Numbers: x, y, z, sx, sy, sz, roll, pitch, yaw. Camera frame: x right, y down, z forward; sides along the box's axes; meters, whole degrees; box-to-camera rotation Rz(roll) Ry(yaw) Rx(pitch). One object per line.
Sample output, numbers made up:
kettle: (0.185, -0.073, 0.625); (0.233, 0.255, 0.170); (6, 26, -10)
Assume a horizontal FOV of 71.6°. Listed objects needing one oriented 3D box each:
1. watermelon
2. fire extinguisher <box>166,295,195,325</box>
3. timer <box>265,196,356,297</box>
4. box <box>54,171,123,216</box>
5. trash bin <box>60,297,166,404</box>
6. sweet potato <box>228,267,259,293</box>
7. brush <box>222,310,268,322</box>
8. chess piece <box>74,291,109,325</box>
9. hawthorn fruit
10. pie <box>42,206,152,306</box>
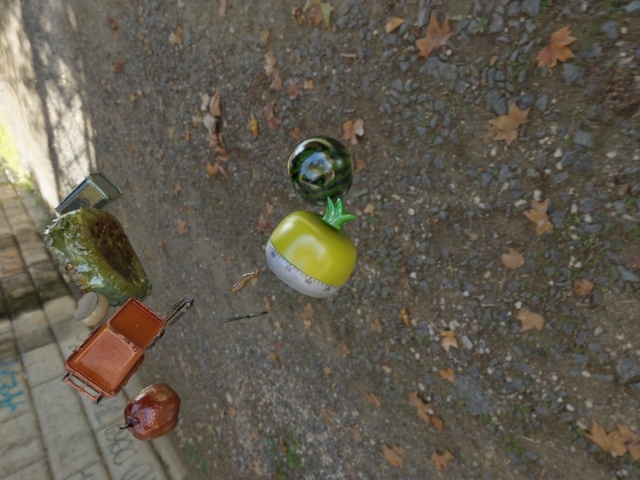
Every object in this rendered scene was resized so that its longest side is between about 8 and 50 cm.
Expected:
watermelon: (-0.001, -0.260, 1.657); (0.269, 0.268, 0.269); (31, 131, 44)
fire extinguisher: (-0.471, 0.229, 1.494); (0.173, 0.035, 0.049); (-40, 65, 29)
timer: (0.000, 0.000, 1.288); (0.285, 0.285, 0.285); (31, 131, 44)
box: (-0.884, -0.158, 1.700); (0.138, 0.178, 0.274); (48, 175, -16)
trash bin: (-0.515, 0.273, 1.116); (0.161, 0.184, 0.238); (41, 122, -10)
sweet potato: (-0.288, 0.151, 1.692); (0.179, 0.044, 0.044); (-37, 74, 24)
brush: (-0.304, 0.311, 1.809); (0.063, 0.193, 0.016); (-23, 75, 58)
chess piece: (-0.552, 0.165, 1.070); (0.083, 0.084, 0.038); (38, 173, 39)
hawthorn fruit: (-0.528, 0.532, 1.355); (0.156, 0.194, 0.157); (7, 102, 35)
pie: (-0.598, 0.047, 1.240); (0.289, 0.102, 0.354); (62, -175, 10)
